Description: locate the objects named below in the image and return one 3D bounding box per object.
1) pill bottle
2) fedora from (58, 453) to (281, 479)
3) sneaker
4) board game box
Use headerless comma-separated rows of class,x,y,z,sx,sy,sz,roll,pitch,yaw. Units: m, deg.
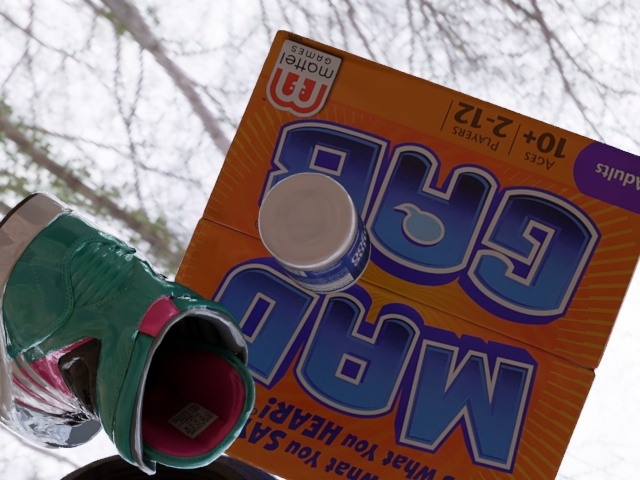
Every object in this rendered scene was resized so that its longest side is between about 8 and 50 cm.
pill bottle,0.000,0.000,0.960,0.067,0.120,0.067,-2,-105,9
fedora,-0.155,0.306,1.331,0.275,0.243,0.124,8,-68,42
sneaker,-0.134,0.101,0.955,0.178,0.295,0.124,32,-118,15
board game box,0.088,0.063,1.287,0.356,0.356,0.356,21,-93,11
